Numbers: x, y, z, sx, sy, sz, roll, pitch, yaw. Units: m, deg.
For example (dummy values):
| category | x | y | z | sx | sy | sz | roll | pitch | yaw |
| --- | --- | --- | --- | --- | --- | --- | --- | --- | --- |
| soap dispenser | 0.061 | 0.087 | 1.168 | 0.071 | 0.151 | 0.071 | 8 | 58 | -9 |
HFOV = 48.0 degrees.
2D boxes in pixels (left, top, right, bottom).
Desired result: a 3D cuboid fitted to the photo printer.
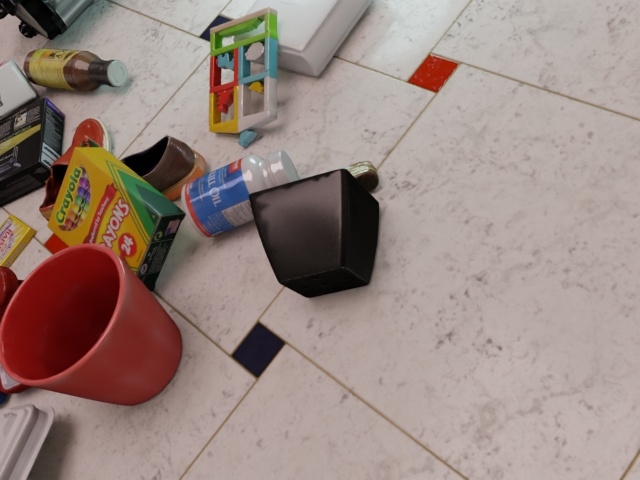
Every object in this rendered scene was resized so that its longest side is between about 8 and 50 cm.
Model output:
| category | x | y | z | sx | sy | sz | roll | pitch | yaw |
| --- | --- | --- | --- | --- | --- | --- | --- | --- | --- |
| photo printer | -0.027 | -0.542 | 1.671 | 0.256 | 0.107 | 0.307 | 25 | 75 | 37 |

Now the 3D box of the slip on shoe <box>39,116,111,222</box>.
| category | x | y | z | sx | sy | sz | roll | pitch | yaw |
| --- | --- | --- | --- | --- | --- | --- | --- | --- | --- |
| slip on shoe | -0.597 | -0.174 | 1.747 | 0.123 | 0.101 | 0.331 | -9 | 56 | 25 |

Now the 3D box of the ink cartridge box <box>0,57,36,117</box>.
| category | x | y | z | sx | sy | sz | roll | pitch | yaw |
| --- | --- | --- | --- | --- | --- | --- | --- | --- | --- |
| ink cartridge box | -0.935 | -0.382 | 1.978 | 0.273 | 0.114 | 0.198 | -34 | 26 | -9 |

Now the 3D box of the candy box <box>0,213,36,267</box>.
| category | x | y | z | sx | sy | sz | roll | pitch | yaw |
| --- | --- | --- | --- | --- | --- | --- | --- | --- | --- |
| candy box | -0.795 | 0.037 | 1.766 | 0.105 | 0.027 | 0.206 | 26 | 75 | 33 |

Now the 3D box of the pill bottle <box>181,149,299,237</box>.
| category | x | y | z | sx | sy | sz | roll | pitch | yaw |
| --- | --- | --- | --- | --- | --- | --- | --- | --- | --- |
| pill bottle | -0.158 | -0.100 | 1.453 | 0.222 | 0.124 | 0.124 | -23 | 53 | 14 |

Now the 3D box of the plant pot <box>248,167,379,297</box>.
| category | x | y | z | sx | sy | sz | roll | pitch | yaw |
| --- | --- | --- | --- | --- | --- | --- | --- | --- | --- |
| plant pot | 0.000 | 0.000 | 1.280 | 0.188 | 0.188 | 0.166 | -14 | 67 | 20 |

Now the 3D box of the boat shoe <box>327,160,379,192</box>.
| category | x | y | z | sx | sy | sz | roll | pitch | yaw |
| --- | --- | --- | --- | --- | --- | --- | --- | --- | --- |
| boat shoe | 0.020 | -0.104 | 1.409 | 0.190 | 0.068 | 0.072 | -18 | 41 | 6 |

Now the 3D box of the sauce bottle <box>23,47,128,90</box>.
| category | x | y | z | sx | sy | sz | roll | pitch | yaw |
| --- | --- | --- | --- | --- | --- | --- | --- | --- | --- |
| sauce bottle | -0.664 | -0.464 | 1.960 | 0.344 | 0.111 | 0.111 | 12 | 67 | 31 |

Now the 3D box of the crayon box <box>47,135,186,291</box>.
| category | x | y | z | sx | sy | sz | roll | pitch | yaw |
| --- | --- | --- | --- | --- | --- | --- | --- | --- | --- |
| crayon box | -0.447 | -0.056 | 1.497 | 0.319 | 0.081 | 0.202 | 36 | 113 | 22 |

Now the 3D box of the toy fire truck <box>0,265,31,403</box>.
| category | x | y | z | sx | sy | sz | roll | pitch | yaw |
| --- | --- | --- | --- | --- | --- | --- | --- | --- | --- |
| toy fire truck | -0.672 | 0.207 | 1.520 | 0.302 | 0.169 | 0.253 | -25 | 71 | 17 |

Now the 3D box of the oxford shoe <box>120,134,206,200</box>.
| category | x | y | z | sx | sy | sz | roll | pitch | yaw |
| --- | --- | --- | --- | --- | --- | --- | --- | --- | --- |
| oxford shoe | -0.438 | -0.116 | 1.602 | 0.364 | 0.133 | 0.130 | -34 | 52 | 10 |

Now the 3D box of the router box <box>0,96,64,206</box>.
| category | x | y | z | sx | sy | sz | roll | pitch | yaw |
| --- | --- | --- | --- | --- | --- | --- | --- | --- | --- |
| router box | -0.833 | -0.216 | 1.909 | 0.309 | 0.081 | 0.242 | -22 | 53 | 15 |

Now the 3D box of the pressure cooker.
| category | x | y | z | sx | sy | sz | roll | pitch | yaw |
| --- | --- | --- | --- | --- | --- | --- | --- | --- | --- |
| pressure cooker | -0.831 | -0.796 | 2.091 | 0.375 | 0.370 | 0.420 | 39 | 83 | 14 |

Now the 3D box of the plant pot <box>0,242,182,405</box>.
| category | x | y | z | sx | sy | sz | roll | pitch | yaw |
| --- | --- | --- | --- | --- | --- | --- | --- | --- | --- |
| plant pot | -0.404 | 0.177 | 1.333 | 0.275 | 0.243 | 0.274 | -13 | 56 | 20 |

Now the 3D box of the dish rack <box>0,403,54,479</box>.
| category | x | y | z | sx | sy | sz | roll | pitch | yaw |
| --- | --- | --- | --- | --- | --- | --- | --- | --- | --- |
| dish rack | -0.653 | 0.455 | 1.330 | 0.286 | 0.072 | 0.332 | -20 | 39 | 34 |

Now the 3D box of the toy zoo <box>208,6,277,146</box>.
| category | x | y | z | sx | sy | sz | roll | pitch | yaw |
| --- | --- | --- | --- | --- | --- | --- | --- | --- | --- |
| toy zoo | -0.175 | -0.355 | 1.609 | 0.192 | 0.030 | 0.293 | -5 | 82 | 39 |
